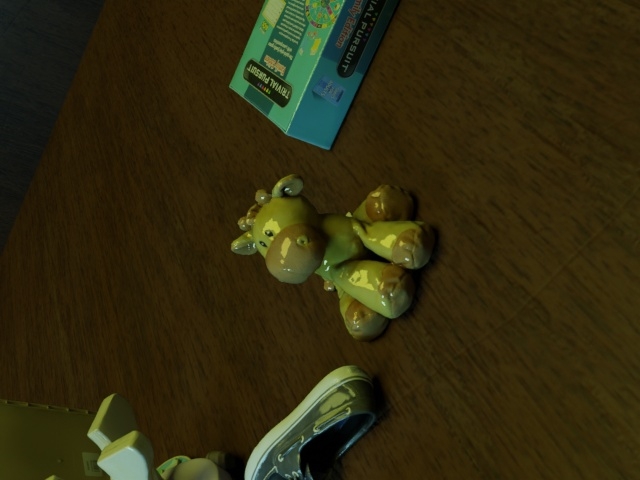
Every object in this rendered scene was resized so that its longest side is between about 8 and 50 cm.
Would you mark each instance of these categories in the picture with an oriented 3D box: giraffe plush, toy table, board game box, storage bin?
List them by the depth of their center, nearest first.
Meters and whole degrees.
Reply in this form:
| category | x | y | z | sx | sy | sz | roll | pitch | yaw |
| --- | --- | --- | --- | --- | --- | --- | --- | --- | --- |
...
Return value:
| category | x | y | z | sx | sy | sz | roll | pitch | yaw |
| --- | --- | --- | --- | --- | --- | --- | --- | --- | --- |
| giraffe plush | 0.000 | 0.000 | 0.946 | 0.210 | 0.171 | 0.181 | 41 | 111 | 57 |
| toy table | -0.261 | 0.342 | 1.067 | 0.274 | 0.161 | 0.252 | -39 | 23 | 22 |
| board game box | 0.003 | -0.332 | 1.190 | 0.336 | 0.079 | 0.254 | -65 | 32 | 14 |
| storage bin | -0.460 | 0.413 | 1.393 | 0.123 | 0.260 | 0.262 | -61 | 33 | 21 |

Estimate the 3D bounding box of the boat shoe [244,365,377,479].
| category | x | y | z | sx | sy | sz | roll | pitch | yaw |
| --- | --- | --- | --- | --- | --- | --- | --- | --- | --- |
| boat shoe | -0.009 | 0.245 | 0.943 | 0.228 | 0.080 | 0.076 | -50 | 36 | 21 |

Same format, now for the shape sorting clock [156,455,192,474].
| category | x | y | z | sx | sy | sz | roll | pitch | yaw |
| --- | --- | --- | --- | --- | --- | --- | --- | --- | --- |
| shape sorting clock | -0.248 | 0.411 | 1.206 | 0.206 | 0.040 | 0.206 | -37 | 27 | 23 |

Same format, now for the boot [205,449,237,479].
| category | x | y | z | sx | sy | sz | roll | pitch | yaw |
| --- | --- | --- | --- | --- | --- | --- | --- | --- | --- |
| boot | -0.141 | 0.349 | 1.137 | 0.087 | 0.042 | 0.118 | -44 | 40 | 49 |
